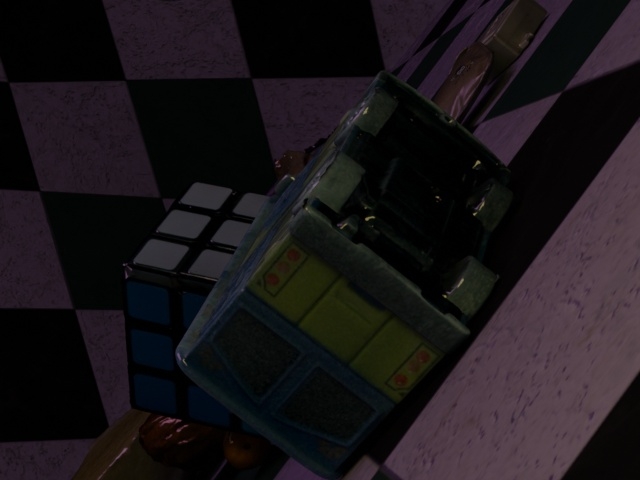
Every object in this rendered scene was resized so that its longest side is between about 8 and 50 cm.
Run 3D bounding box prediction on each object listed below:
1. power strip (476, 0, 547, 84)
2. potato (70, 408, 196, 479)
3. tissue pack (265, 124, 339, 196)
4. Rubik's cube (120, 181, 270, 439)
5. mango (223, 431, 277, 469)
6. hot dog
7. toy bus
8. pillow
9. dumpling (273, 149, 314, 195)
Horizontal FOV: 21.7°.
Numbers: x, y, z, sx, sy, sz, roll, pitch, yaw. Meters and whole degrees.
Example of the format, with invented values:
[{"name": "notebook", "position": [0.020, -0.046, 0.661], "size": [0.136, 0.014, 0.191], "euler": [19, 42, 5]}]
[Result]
[{"name": "power strip", "position": [0.207, -0.228, 1.979], "size": [0.075, 0.042, 0.175], "euler": [-56, 6, -24]}, {"name": "potato", "position": [-0.204, 0.274, 1.865], "size": [0.255, 0.112, 0.269], "euler": [-45, 11, 34]}, {"name": "tissue pack", "position": [-0.072, 0.034, 2.291], "size": [0.361, 0.122, 0.259], "euler": [-52, 7, -21]}, {"name": "Rubik's cube", "position": [-0.073, 0.063, 1.489], "size": [0.163, 0.160, 0.162], "euler": [-57, -26, -53]}, {"name": "mango", "position": [-0.057, 0.175, 1.536], "size": [0.060, 0.046, 0.089], "euler": [-50, 1, 33]}, {"name": "hot dog", "position": [-0.092, 0.150, 1.730], "size": [0.227, 0.099, 0.160], "euler": [-54, 5, -26]}, {"name": "toy bus", "position": [0.029, 0.013, 1.257], "size": [0.190, 0.152, 0.312], "euler": [-50, 6, 26]}, {"name": "pillow", "position": [0.134, -0.128, 1.911], "size": [0.217, 0.033, 0.130], "euler": [-58, 14, 11]}, {"name": "dumpling", "position": [-0.002, -0.004, 1.684], "size": [0.332, 0.086, 0.166], "euler": [16, 93, 65]}]
